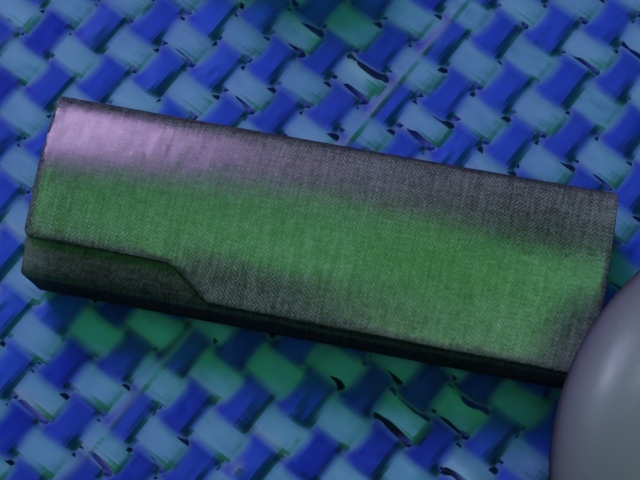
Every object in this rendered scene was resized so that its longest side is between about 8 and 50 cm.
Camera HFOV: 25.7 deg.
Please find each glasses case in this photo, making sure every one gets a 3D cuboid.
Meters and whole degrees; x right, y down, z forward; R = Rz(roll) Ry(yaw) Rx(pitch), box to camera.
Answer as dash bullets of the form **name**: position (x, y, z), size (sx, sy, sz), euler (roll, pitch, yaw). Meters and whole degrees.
- **glasses case**: position (0.000, 0.000, 0.508), size (0.205, 0.047, 0.071), euler (11, 79, 4)

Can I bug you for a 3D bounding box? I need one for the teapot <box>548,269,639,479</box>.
- **teapot**: position (0.114, 0.094, 0.431), size (0.318, 0.149, 0.220), euler (0, 80, 3)
